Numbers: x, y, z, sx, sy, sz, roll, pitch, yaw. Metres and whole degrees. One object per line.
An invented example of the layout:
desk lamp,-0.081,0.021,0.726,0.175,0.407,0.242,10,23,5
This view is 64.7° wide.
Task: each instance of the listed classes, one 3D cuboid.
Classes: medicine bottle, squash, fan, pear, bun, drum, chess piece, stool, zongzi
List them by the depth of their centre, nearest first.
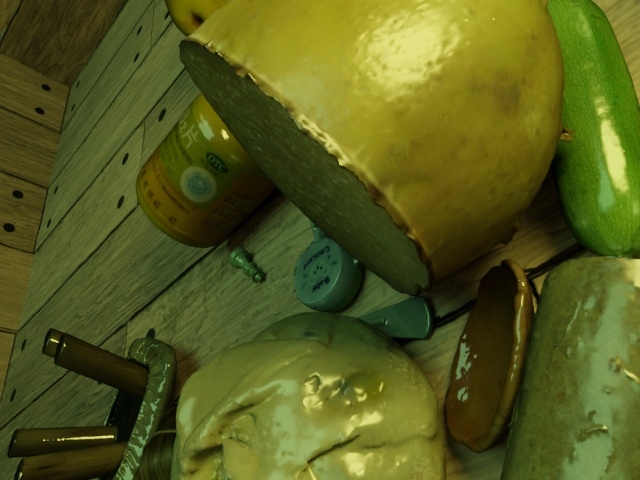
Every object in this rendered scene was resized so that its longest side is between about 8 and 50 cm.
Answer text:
squash,0.283,-0.155,0.548,0.101,0.101,0.379,-23,54,40
bun,-0.039,0.246,0.598,0.365,0.219,0.365,-18,57,31
fan,0.042,0.134,0.734,0.282,0.023,0.057,-22,65,41
drum,0.015,-0.007,0.815,0.130,0.049,0.253,-25,51,40
zongzi,-0.193,0.316,0.864,0.247,0.111,0.241,-29,29,23
chess piece,-0.138,0.052,0.966,0.093,0.042,0.042,38,101,45
medicine bottle,-0.166,-0.176,0.970,0.384,0.224,0.224,-40,45,27
stool,-0.455,0.336,1.010,0.310,0.226,0.311,-8,67,55
pear,-0.238,-0.638,1.256,0.284,0.285,0.337,-33,34,34

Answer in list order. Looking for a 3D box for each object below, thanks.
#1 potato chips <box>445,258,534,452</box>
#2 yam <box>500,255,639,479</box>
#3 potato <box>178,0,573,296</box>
potato chips,0.186,0.121,0.531,0.150,0.049,0.202,150,129,-81
yam,0.233,0.159,0.399,0.161,0.161,0.268,5,76,49
potato,0.086,-0.165,0.594,0.319,0.385,0.442,-44,41,-3
